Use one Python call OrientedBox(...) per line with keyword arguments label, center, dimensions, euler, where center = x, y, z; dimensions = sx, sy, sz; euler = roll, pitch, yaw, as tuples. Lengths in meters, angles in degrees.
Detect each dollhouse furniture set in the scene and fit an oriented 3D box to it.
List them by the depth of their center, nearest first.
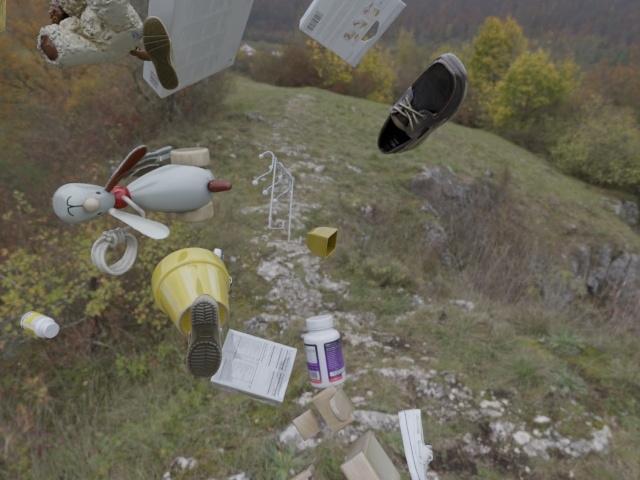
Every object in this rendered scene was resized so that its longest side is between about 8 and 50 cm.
OrientedBox(label="dollhouse furniture set", center=(-0.039, 0.496, 0.841), dimensions=(0.356, 0.303, 0.174), euler=(-35, -13, 3))

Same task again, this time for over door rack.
OrientedBox(label="over door rack", center=(-0.174, -0.158, 1.817), dimensions=(0.108, 0.323, 0.239), euler=(-12, -16, 13))

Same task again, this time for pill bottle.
OrientedBox(label="pill bottle", center=(0.009, 0.321, 1.345), dimensions=(0.108, 0.193, 0.108), euler=(-8, 1, 0))
OrientedBox(label="pill bottle", center=(-0.886, 0.269, 1.451), dimensions=(0.117, 0.065, 0.065), euler=(13, 26, 27))

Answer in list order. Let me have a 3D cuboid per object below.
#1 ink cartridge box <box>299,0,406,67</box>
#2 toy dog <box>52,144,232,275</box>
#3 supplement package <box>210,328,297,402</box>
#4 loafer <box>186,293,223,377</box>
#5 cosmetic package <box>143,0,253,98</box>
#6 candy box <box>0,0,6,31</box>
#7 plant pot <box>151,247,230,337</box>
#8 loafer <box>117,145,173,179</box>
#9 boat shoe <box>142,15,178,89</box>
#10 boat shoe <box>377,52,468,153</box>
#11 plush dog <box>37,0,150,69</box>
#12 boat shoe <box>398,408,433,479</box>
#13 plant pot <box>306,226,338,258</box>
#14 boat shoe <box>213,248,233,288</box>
OrientedBox(label="ink cartridge box", center=(0.102, -0.750, 1.511), dimensions=(0.239, 0.275, 0.060), euler=(26, 44, -25))
OrientedBox(label="toy dog", center=(-0.308, -0.087, 0.894), dimensions=(0.161, 0.220, 0.333), euler=(6, 38, 36))
OrientedBox(label="supplement package", center=(-0.248, 0.484, 1.721), dimensions=(0.263, 0.199, 0.197), euler=(17, 63, -2))
OrientedBox(label="loafer", center=(-0.320, 0.266, 1.293), dimensions=(0.102, 0.268, 0.092), euler=(7, 21, -7))
OrientedBox(label="cosmetic package", center=(-0.328, -0.588, 1.247), dimensions=(0.284, 0.377, 0.097), euler=(-38, 87, -33))
OrientedBox(label="candy box", center=(-0.793, -0.558, 0.893), dimensions=(0.317, 0.182, 0.087), euler=(21, 27, -7))
OrientedBox(label="plant pot", center=(-0.409, 0.189, 1.511), dimensions=(0.254, 0.253, 0.239), euler=(-8, 35, -24))
OrientedBox(label="loafer", center=(-0.575, -0.251, 1.554), dimensions=(0.095, 0.087, 0.251), euler=(-13, 18, 31))
OrientedBox(label="boat shoe", center=(-0.346, -0.410, 1.000), dimensions=(0.056, 0.152, 0.048), euler=(-15, 42, -5))
OrientedBox(label="boat shoe", center=(0.250, -0.320, 1.176), dimensions=(0.130, 0.355, 0.132), euler=(-36, 80, -23))
OrientedBox(label="plush dog", center=(-0.494, -0.517, 1.016), dimensions=(0.225, 0.263, 0.211), euler=(61, 25, 11))
OrientedBox(label="boat shoe", center=(0.313, 0.667, 1.448), dimensions=(0.084, 0.095, 0.257), euler=(-15, 67, 10))
OrientedBox(label="plant pot", center=(0.000, 0.000, 1.508), dimensions=(0.083, 0.081, 0.081), euler=(18, 29, 21))
OrientedBox(label="boat shoe", center=(-0.426, 0.184, 1.962), dimensions=(0.102, 0.300, 0.108), euler=(4, 7, -17))
